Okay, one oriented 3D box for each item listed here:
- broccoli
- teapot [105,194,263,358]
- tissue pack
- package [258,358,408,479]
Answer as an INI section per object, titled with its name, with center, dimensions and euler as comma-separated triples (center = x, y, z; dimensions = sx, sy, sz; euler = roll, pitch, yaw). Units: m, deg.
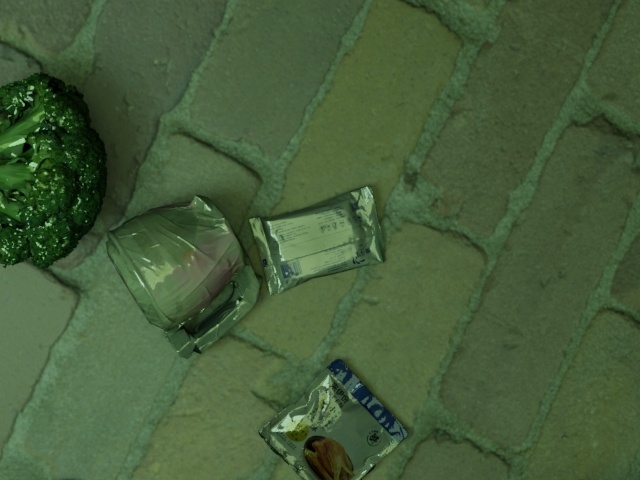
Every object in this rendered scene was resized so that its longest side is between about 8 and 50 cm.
[broccoli]
center = -0.417, -0.094, 1.144
dimensions = 0.270, 0.270, 0.270
euler = 9, 91, -41
[teapot]
center = -0.180, 0.047, 1.216
dimensions = 0.178, 0.163, 0.222
euler = -31, 95, -13
[tissue pack]
center = 0.000, 0.000, 1.305
dimensions = 0.193, 0.026, 0.123
euler = -16, 95, -7
[package]
center = 0.021, 0.296, 1.318
dimensions = 0.173, 0.027, 0.171
euler = -43, 97, -1
